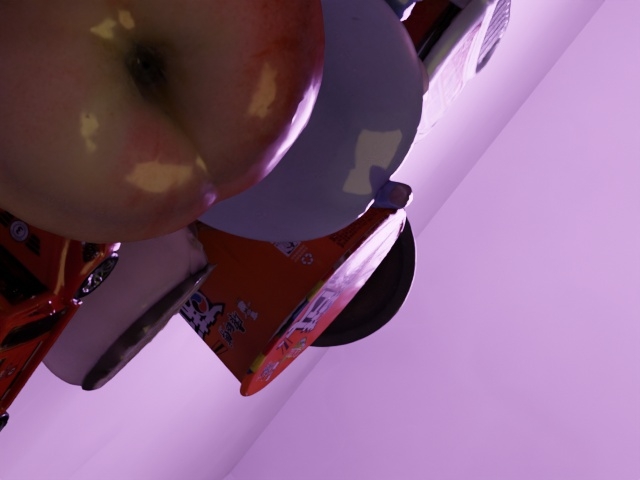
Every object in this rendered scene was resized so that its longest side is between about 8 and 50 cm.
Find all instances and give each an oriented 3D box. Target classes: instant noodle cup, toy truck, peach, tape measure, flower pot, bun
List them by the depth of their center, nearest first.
[{"bbox_3d":[-0.111,-0.106,0.696,0.232,0.232,0.232,-47,170,-10],"label":"peach"},{"bbox_3d":[-0.253,0.062,0.893,0.252,0.107,0.114,-53,170,23],"label":"toy truck"},{"bbox_3d":[-0.184,0.040,1.090,0.173,0.120,0.173,-47,178,-2],"label":"bun"},{"bbox_3d":[-0.062,0.003,1.271,0.250,0.192,0.250,-47,171,-10],"label":"instant noodle cup"},{"bbox_3d":[0.108,-0.224,1.360,0.246,0.125,0.243,-51,169,-1],"label":"tape measure"},{"bbox_3d":[0.000,0.000,1.589,0.235,0.235,0.148,-51,-169,14],"label":"flower pot"}]

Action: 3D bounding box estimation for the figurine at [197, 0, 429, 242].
[{"bbox_3d":[-0.013,-0.172,1.027,0.381,0.225,0.205,-74,170,-49],"label":"figurine"}]
